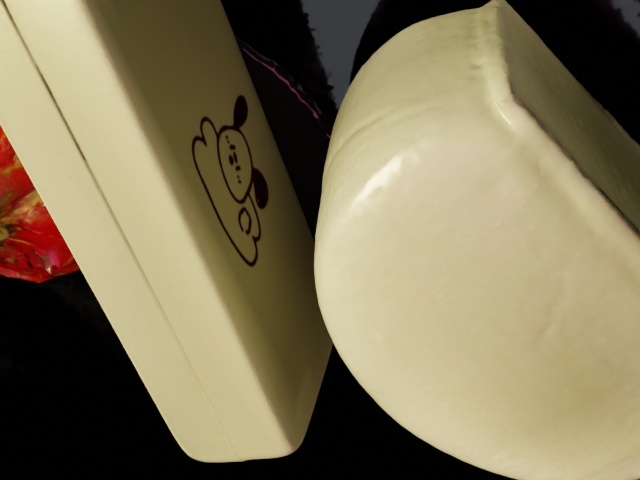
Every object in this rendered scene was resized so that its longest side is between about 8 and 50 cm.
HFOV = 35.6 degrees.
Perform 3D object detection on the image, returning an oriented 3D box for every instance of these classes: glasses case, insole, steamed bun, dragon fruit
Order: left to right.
[{"bbox_3d":[-0.174,-0.018,0.573,0.153,0.111,0.153,10,131,11],"label":"dragon fruit"},{"bbox_3d":[-0.076,-0.032,0.519,0.070,0.131,0.313,-8,124,20],"label":"glasses case"},{"bbox_3d":[0.000,0.000,0.617,0.119,0.009,0.348,-29,115,30],"label":"insole"},{"bbox_3d":[0.096,0.014,0.518,0.164,0.146,0.241,-36,114,28],"label":"steamed bun"}]
